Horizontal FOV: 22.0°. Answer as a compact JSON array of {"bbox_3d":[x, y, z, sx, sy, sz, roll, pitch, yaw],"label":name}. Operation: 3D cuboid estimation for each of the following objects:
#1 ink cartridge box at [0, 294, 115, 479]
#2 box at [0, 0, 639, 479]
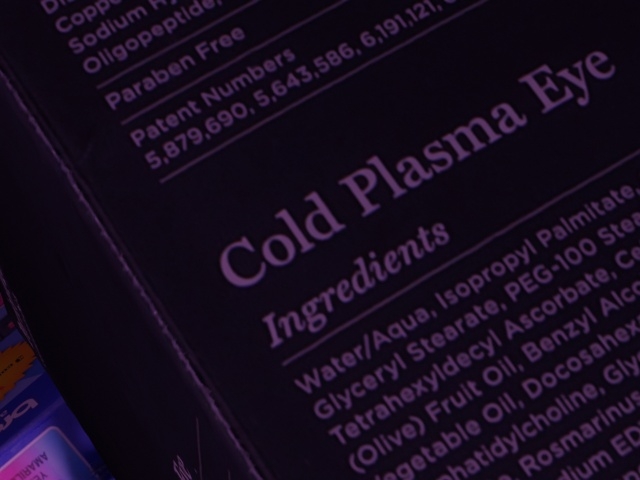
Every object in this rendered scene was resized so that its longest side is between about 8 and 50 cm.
[{"bbox_3d":[-0.119,0.108,0.980,0.151,0.270,0.395,54,166,-17],"label":"ink cartridge box"},{"bbox_3d":[0.027,0.032,0.496,0.312,0.179,0.343,54,165,20],"label":"box"}]
